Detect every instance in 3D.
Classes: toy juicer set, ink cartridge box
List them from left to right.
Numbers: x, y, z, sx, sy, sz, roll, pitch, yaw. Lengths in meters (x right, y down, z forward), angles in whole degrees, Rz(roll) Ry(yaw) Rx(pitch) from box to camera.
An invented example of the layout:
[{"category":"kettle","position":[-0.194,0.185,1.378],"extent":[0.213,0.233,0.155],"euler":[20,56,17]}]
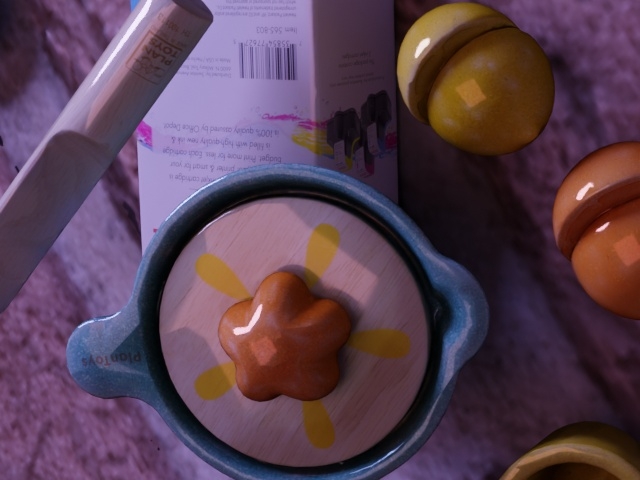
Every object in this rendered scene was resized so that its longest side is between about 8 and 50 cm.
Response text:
[{"category":"ink cartridge box","position":[-0.024,-0.037,0.822],"extent":[0.104,0.062,0.181],"euler":[7,103,37]},{"category":"toy juicer set","position":[0.000,0.000,0.727],"extent":[0.329,0.089,0.209],"euler":[20,106,10]}]
